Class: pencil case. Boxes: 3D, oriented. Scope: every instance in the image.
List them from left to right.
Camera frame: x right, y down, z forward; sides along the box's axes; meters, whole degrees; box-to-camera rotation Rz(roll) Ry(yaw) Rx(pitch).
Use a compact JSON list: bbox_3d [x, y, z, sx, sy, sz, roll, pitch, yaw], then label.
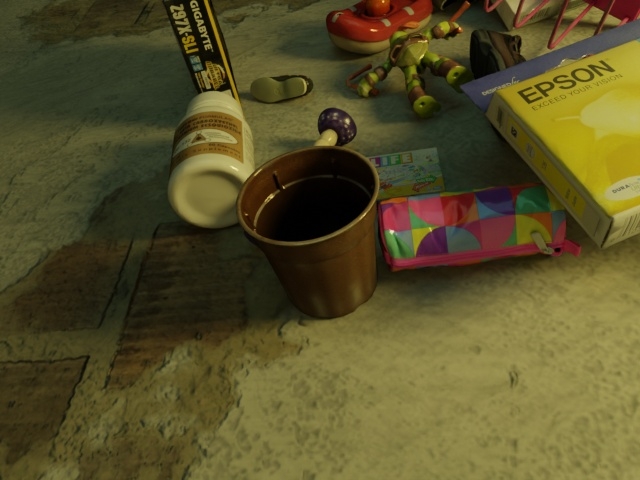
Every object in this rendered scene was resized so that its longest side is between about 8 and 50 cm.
[{"bbox_3d":[0.189,-0.016,0.683,0.236,0.104,0.104,-6,46,12],"label":"pencil case"}]

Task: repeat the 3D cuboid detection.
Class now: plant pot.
[{"bbox_3d":[0.000,0.000,0.671,0.167,0.165,0.167,-8,44,8],"label":"plant pot"}]

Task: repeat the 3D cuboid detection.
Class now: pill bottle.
[{"bbox_3d":[-0.172,-0.140,0.879,0.131,0.131,0.229,-13,45,3],"label":"pill bottle"}]

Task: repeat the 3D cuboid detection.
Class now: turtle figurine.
[{"bbox_3d":[0.179,-0.329,0.969,0.269,0.087,0.217,-30,49,6],"label":"turtle figurine"}]

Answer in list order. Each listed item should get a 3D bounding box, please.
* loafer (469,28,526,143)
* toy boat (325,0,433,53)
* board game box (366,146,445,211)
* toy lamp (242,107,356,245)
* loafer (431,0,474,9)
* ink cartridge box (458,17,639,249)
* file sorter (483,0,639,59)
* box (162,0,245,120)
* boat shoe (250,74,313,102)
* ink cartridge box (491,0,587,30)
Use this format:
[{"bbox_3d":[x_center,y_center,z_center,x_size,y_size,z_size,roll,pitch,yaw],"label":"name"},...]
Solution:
[{"bbox_3d":[0.314,-0.269,0.890,0.095,0.109,0.302,-5,43,6],"label":"loafer"},{"bbox_3d":[0.116,-0.490,1.123,0.231,0.151,0.151,-34,47,-17],"label":"toy boat"},{"bbox_3d":[0.105,-0.090,0.826,0.154,0.026,0.103,-7,45,9],"label":"board game box"},{"bbox_3d":[-0.031,-0.101,0.839,0.080,0.080,0.275,11,51,25],"label":"toy lamp"},{"bbox_3d":[0.340,-0.563,1.190,0.251,0.094,0.087,-22,75,-4],"label":"loafer"},{"bbox_3d":[0.372,-0.167,0.643,0.303,0.072,0.307,-22,56,-5],"label":"ink cartridge box"},{"bbox_3d":[0.402,-0.471,0.933,0.290,0.202,0.182,40,75,20],"label":"file sorter"},{"bbox_3d":[-0.237,-0.414,1.076,0.079,0.257,0.322,-18,44,-1],"label":"box"},{"bbox_3d":[-0.077,-0.299,1.072,0.133,0.049,0.042,4,20,28],"label":"boat shoe"},{"bbox_3d":[0.419,-0.552,1.104,0.189,0.066,0.232,-21,75,-4],"label":"ink cartridge box"}]
